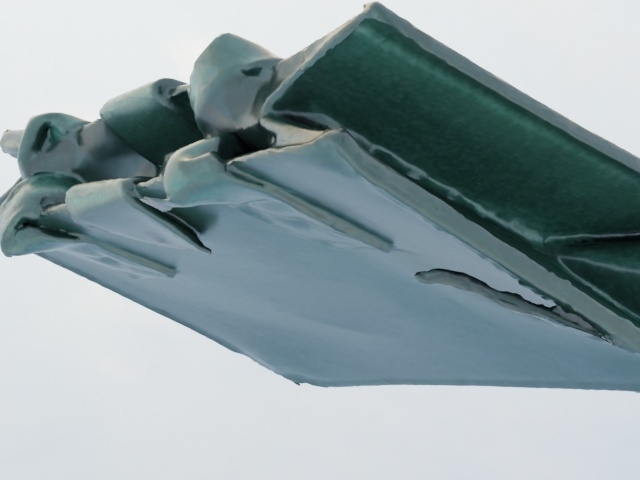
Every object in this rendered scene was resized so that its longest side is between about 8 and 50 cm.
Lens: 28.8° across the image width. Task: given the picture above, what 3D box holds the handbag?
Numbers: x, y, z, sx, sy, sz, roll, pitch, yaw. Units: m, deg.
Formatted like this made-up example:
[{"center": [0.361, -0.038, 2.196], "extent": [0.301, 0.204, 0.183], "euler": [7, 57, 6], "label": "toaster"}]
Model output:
[{"center": [0.001, 0.001, 0.558], "extent": [0.238, 0.326, 0.089], "euler": [24, -105, -31], "label": "handbag"}]
